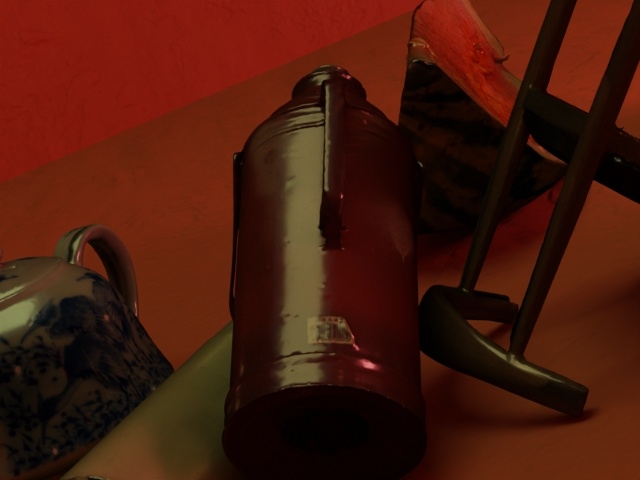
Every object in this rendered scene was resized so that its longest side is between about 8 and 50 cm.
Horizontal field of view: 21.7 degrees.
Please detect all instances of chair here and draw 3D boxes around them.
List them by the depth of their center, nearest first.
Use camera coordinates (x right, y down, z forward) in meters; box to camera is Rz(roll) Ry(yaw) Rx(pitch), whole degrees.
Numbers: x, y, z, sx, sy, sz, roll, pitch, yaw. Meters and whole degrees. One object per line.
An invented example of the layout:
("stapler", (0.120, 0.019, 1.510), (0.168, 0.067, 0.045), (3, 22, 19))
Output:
("chair", (0.177, -0.036, 0.842), (0.188, 0.166, 0.272), (-114, 48, -77))

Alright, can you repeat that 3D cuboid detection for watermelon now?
("watermelon", (0.117, -0.076, 1.171), (0.128, 0.159, 0.303), (10, 18, 7))

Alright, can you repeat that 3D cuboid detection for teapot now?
("teapot", (-0.181, 0.065, 1.032), (0.159, 0.159, 0.232), (-14, 15, 33))

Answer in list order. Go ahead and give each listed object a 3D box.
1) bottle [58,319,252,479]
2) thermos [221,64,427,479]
("bottle", (-0.061, 0.102, 0.835), (0.072, 0.072, 0.201), (-16, 14, 29))
("thermos", (0.004, 0.000, 0.823), (0.098, 0.124, 0.232), (2, 52, 0))
